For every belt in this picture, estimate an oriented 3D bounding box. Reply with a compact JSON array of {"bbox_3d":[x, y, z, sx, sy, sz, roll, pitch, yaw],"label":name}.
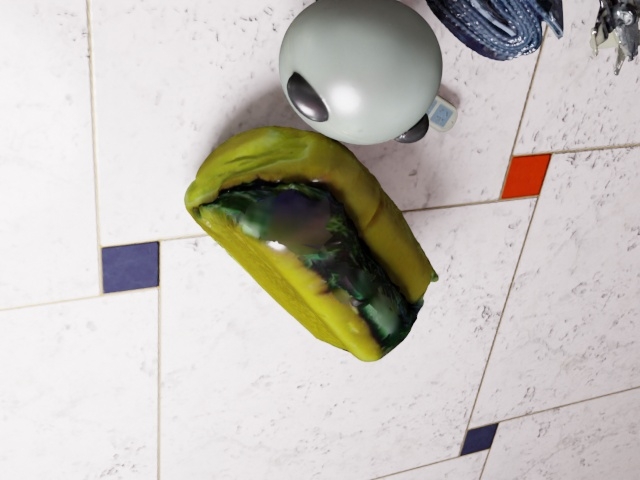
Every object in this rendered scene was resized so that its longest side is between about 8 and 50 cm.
[{"bbox_3d":[0.211,-0.341,0.988,0.122,0.128,0.218,-21,141,40],"label":"belt"}]

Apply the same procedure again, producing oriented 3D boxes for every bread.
[{"bbox_3d":[0.000,0.000,1.043,0.376,0.251,0.208,45,70,-41],"label":"bread"}]

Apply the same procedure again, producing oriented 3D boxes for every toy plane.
[{"bbox_3d":[0.423,-0.372,1.090,0.192,0.088,0.262,-47,133,-27],"label":"toy plane"}]

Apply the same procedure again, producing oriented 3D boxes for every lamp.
[{"bbox_3d":[0.045,-0.232,0.906,0.198,0.243,0.197,-3,161,-1],"label":"lamp"}]

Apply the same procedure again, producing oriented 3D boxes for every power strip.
[{"bbox_3d":[0.131,-0.206,1.096,0.191,0.030,0.047,23,109,-37],"label":"power strip"}]
